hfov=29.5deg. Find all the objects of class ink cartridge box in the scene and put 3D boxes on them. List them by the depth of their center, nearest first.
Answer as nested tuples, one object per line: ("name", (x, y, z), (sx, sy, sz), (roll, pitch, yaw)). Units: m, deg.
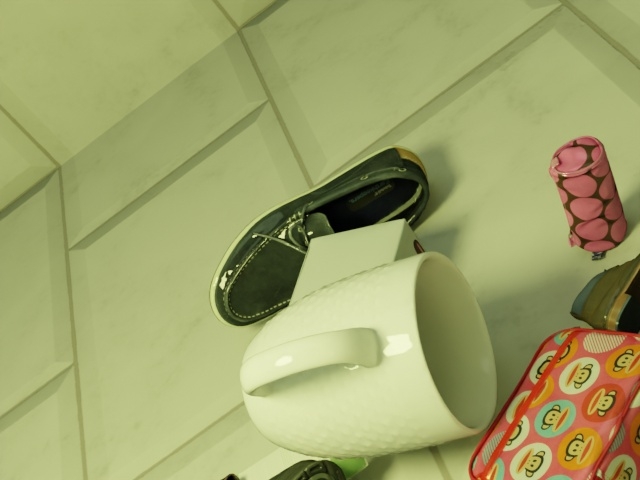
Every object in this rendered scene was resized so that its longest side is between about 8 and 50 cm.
("ink cartridge box", (-0.024, 0.390, 1.979), (0.235, 0.056, 0.171), (-34, 32, 7))

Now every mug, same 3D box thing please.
("mug", (0.036, 0.185, 1.782), (0.328, 0.374, 0.276), (-18, 74, 26))

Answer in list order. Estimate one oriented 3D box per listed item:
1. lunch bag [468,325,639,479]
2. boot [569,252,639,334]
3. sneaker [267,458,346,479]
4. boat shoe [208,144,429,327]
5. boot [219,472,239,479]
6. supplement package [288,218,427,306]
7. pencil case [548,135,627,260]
("lunch bag", (0.348, 0.260, 1.696), (0.258, 0.120, 0.293), (4, 52, 55))
("boot", (0.469, 0.048, 1.854), (0.106, 0.082, 0.219), (15, 63, 51))
("sneaker", (-0.090, 0.436, 1.852), (0.286, 0.109, 0.130), (-33, 9, -15))
("boat shoe", (0.000, 0.000, 2.319), (0.500, 0.186, 0.156), (-35, 24, 0))
("boot", (-0.246, 0.496, 2.010), (0.207, 0.090, 0.248), (-33, 19, 50))
("supplement package", (0.068, 0.118, 2.123), (0.204, 0.145, 0.261), (-12, 42, 32))
("pencil case", (0.422, -0.069, 1.926), (0.098, 0.209, 0.095), (-10, 45, 18))
